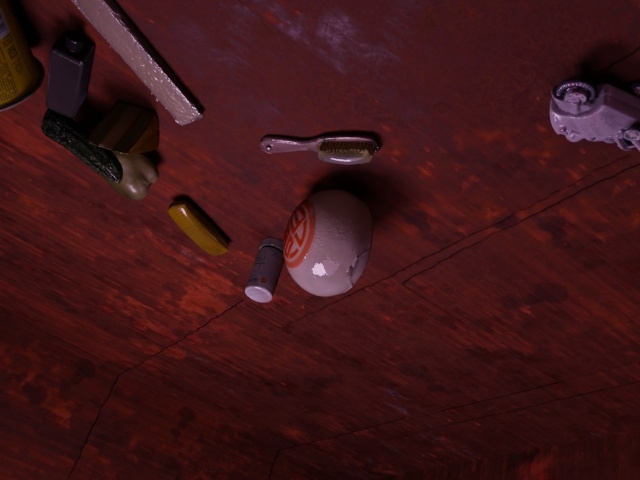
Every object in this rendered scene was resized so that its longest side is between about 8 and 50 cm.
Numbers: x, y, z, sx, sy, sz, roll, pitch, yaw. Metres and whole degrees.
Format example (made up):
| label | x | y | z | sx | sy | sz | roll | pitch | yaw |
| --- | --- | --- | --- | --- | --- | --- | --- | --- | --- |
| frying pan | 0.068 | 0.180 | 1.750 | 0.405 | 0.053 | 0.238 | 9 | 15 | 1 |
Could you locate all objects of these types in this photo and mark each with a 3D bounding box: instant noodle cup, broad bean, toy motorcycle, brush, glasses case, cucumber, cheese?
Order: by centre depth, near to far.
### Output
| label | x | y | z | sx | sy | sz | roll | pitch | yaw |
| --- | --- | --- | --- | --- | --- | --- | --- | --- | --- |
| toy motorcycle | 0.556 | -0.244 | 1.319 | 0.260 | 0.110 | 0.171 | 20 | 161 | -17 |
| instant noodle cup | -0.791 | -0.448 | 1.414 | 0.325 | 0.326 | 0.254 | 11 | 135 | 8 |
| cheese | -0.414 | -0.421 | 1.515 | 0.085 | 0.034 | 0.400 | -9 | 138 | 31 |
| brush | -0.013 | -0.219 | 1.604 | 0.312 | 0.067 | 0.072 | 5 | 144 | 19 |
| cucumber | -0.597 | -0.241 | 1.660 | 0.265 | 0.077 | 0.077 | 34 | 144 | 5 |
| broad bean | -0.562 | -0.218 | 1.785 | 0.263 | 0.121 | 0.189 | 40 | 161 | -7 |
| glasses case | -0.367 | -0.036 | 1.985 | 0.079 | 0.064 | 0.234 | -12 | 136 | 31 |

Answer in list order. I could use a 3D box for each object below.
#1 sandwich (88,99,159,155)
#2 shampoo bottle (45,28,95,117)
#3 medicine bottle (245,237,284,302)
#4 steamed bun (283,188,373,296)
| label | x | y | z | sx | sy | sz | roll | pitch | yaw |
| --- | --- | --- | --- | --- | --- | --- | --- | --- | --- |
| sandwich | -0.495 | -0.242 | 1.665 | 0.117 | 0.187 | 0.144 | 17 | 138 | 1 |
| shampoo bottle | -0.598 | -0.402 | 1.573 | 0.079 | 0.080 | 0.246 | 24 | 143 | -12 |
| medicine bottle | -0.160 | 0.088 | 1.967 | 0.086 | 0.183 | 0.086 | 11 | 145 | 8 |
| steamed bun | 0.000 | 0.000 | 1.696 | 0.177 | 0.283 | 0.283 | 14 | 148 | -25 |
